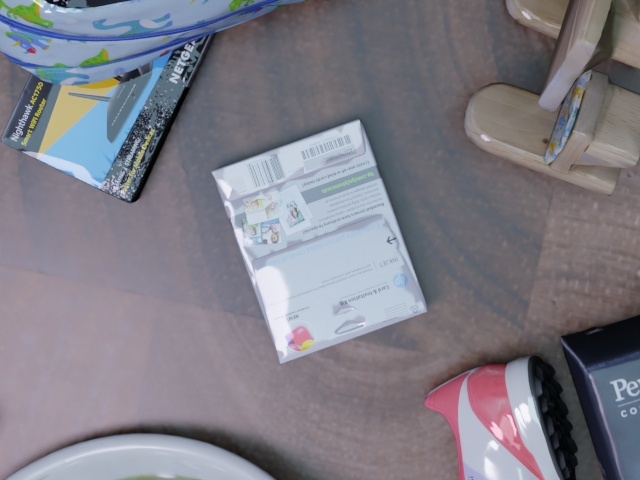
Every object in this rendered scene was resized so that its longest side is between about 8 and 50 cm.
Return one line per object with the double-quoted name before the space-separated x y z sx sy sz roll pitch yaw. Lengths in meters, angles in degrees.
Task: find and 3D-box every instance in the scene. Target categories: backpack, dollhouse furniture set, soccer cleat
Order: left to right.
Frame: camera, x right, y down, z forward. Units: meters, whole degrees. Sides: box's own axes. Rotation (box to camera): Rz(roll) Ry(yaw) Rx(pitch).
"backpack" -0.145 -0.281 1.561 0.355 0.273 0.290 -28 83 -34
"soccer cleat" 0.187 0.265 1.682 0.116 0.108 0.318 -14 94 20
"dollhouse furniture set" 0.218 -0.306 1.516 0.256 0.362 0.394 20 66 -1

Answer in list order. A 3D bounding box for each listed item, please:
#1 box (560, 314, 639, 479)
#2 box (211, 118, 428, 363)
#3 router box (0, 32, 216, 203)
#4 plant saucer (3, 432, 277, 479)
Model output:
"box" 0.412 0.237 1.611 0.293 0.212 0.395 -18 93 3
"box" 0.000 0.000 1.690 0.145 0.038 0.186 -20 92 3
"router box" -0.190 -0.141 1.680 0.133 0.046 0.179 25 94 1
"plant saucer" -0.165 0.372 1.645 0.400 0.100 0.400 -3 64 7
